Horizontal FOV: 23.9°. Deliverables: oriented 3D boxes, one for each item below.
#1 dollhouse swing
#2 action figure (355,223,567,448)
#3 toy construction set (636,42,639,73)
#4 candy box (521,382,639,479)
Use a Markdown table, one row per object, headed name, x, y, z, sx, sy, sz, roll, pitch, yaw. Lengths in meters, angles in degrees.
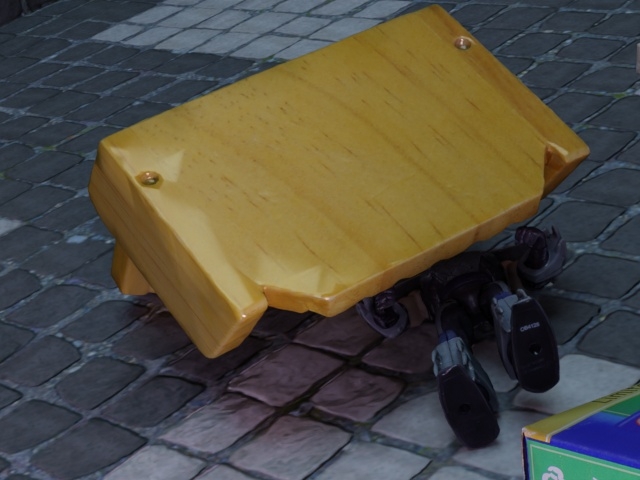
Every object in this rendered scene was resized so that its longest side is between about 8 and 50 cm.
| name | x | y | z | sx | sy | sz | roll | pitch | yaw |
| --- | --- | --- | --- | --- | --- | --- | --- | --- | --- |
| dollhouse swing | 0.000 | 0.000 | 1.378 | 0.347 | 0.305 | 0.315 | -25 | 55 | -24 |
| action figure | 0.129 | 0.054 | 1.266 | 0.185 | 0.099 | 0.285 | -29 | 19 | 6 |
| toy construction set | 0.507 | -0.255 | 1.667 | 0.327 | 0.151 | 0.215 | -37 | 58 | -27 |
| candy box | 0.317 | 0.150 | 0.830 | 0.268 | 0.122 | 0.317 | -15 | 14 | -41 |
